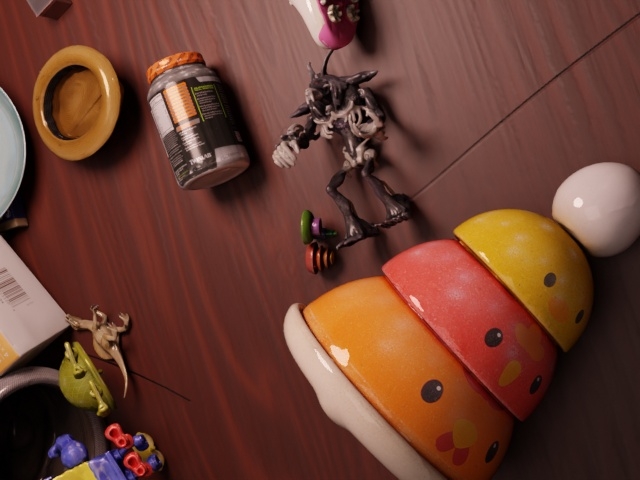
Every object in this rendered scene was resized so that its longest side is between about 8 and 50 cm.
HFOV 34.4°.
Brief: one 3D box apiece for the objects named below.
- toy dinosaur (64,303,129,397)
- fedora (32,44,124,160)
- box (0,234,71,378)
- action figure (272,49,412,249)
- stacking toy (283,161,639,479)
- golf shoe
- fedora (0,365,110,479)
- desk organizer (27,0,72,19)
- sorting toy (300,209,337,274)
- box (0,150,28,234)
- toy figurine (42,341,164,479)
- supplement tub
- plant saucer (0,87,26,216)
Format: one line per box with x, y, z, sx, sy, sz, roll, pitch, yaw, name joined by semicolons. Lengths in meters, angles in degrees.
-0.347;0.165;1.707;0.183;0.053;0.092;43;125;25;toy dinosaur
-0.380;-0.222;1.680;0.194;0.079;0.194;4;97;31;fedora
-0.631;0.179;1.746;0.345;0.168;0.215;-40;90;22;box
0.030;-0.138;1.453;0.164;0.141;0.275;-25;85;26;action figure
0.221;0.073;1.315;0.480;0.350;0.350;-45;73;4;stacking toy
-0.037;-0.403;1.500;0.140;0.115;0.306;-25;75;35;golf shoe
-0.481;0.340;1.703;0.124;0.244;0.275;2;111;55;fedora
-0.476;-0.435;1.732;0.047;0.050;0.130;-39;76;22;desk organizer
0.000;0.000;1.517;0.042;0.061;0.102;-1;120;12;sorting toy
-0.597;-0.117;1.815;0.136;0.036;0.225;-16;84;25;box
-0.370;0.358;1.583;0.217;0.191;0.362;-34;84;-5;toy figurine
-0.190;-0.181;1.569;0.117;0.117;0.190;-24;81;25;supplement tub
-0.648;-0.145;1.760;0.317;0.044;0.317;0;87;5;plant saucer
